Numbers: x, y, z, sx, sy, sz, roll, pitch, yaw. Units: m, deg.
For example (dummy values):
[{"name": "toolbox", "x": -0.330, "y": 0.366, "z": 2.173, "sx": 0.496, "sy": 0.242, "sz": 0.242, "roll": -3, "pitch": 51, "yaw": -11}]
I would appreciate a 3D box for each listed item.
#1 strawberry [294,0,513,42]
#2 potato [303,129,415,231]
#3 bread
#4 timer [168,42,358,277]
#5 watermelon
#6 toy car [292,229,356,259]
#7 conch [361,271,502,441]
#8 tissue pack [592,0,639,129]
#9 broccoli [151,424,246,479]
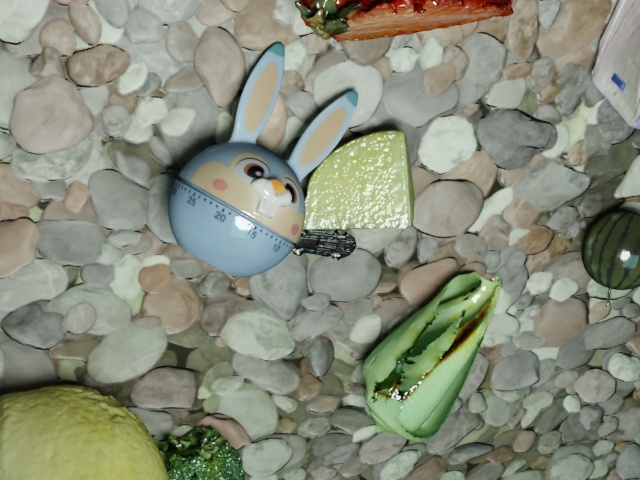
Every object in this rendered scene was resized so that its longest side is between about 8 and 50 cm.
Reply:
[{"name": "strawberry", "x": 0.082, "y": -0.277, "z": 1.178, "sx": 0.236, "sy": 0.175, "sz": 0.106, "roll": -14, "pitch": 97, "yaw": -46}, {"name": "potato", "x": 0.041, "y": -0.073, "z": 1.348, "sx": 0.149, "sy": 0.081, "sz": 0.120, "roll": -1, "pitch": 94, "yaw": 5}, {"name": "bread", "x": -0.320, "y": 0.346, "z": 1.379, "sx": 0.237, "sy": 0.320, "sz": 0.320, "roll": 8, "pitch": 120, "yaw": -23}, {"name": "timer", "x": -0.066, "y": -0.071, "z": 1.250, "sx": 0.175, "sy": 0.175, "sz": 0.255, "roll": 29, "pitch": 113, "yaw": -29}, {"name": "watermelon", "x": 0.400, "y": 0.025, "z": 1.467, "sx": 0.105, "sy": 0.105, "sz": 0.133, "roll": 13, "pitch": 101, "yaw": -22}, {"name": "toy car", "x": 0.000, "y": 0.000, "z": 1.397, "sx": 0.093, "sy": 0.025, "sz": 0.041, "roll": 7, "pitch": 122, "yaw": -15}, {"name": "conch", "x": 0.143, "y": 0.156, "z": 1.470, "sx": 0.144, "sy": 0.137, "sz": 0.250, "roll": 20, "pitch": 116, "yaw": -25}, {"name": "tissue pack", "x": 0.526, "y": -0.235, "z": 1.298, "sx": 0.338, "sy": 0.160, "sz": 0.242, "roll": 9, "pitch": 121, "yaw": -21}, {"name": "broccoli", "x": -0.185, "y": 0.341, "z": 1.498, "sx": 0.156, "sy": 0.195, "sz": 0.195, "roll": 28, "pitch": 114, "yaw": -7}]
